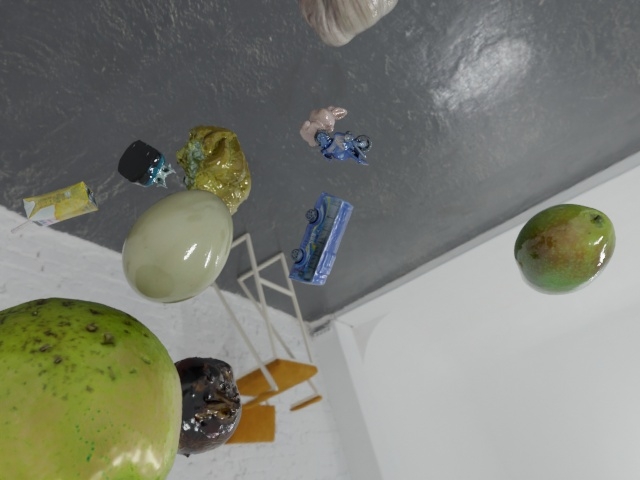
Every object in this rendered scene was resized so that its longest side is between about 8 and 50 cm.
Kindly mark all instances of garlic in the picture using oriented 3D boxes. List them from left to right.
[{"bbox_3d":[0.075,-0.723,1.149,0.318,0.317,0.259,-26,148,12],"label":"garlic"}]

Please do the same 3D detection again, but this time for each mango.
[{"bbox_3d":[0.649,0.043,1.131,0.225,0.201,0.382,-10,150,6],"label":"mango"}]

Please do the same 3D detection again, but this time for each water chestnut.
[{"bbox_3d":[-0.393,0.546,1.382,0.347,0.335,0.335,-24,150,27],"label":"water chestnut"}]

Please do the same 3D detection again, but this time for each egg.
[{"bbox_3d":[-0.272,0.011,0.800,0.241,0.186,0.186,-51,146,-3],"label":"egg"}]

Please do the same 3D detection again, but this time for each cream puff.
[{"bbox_3d":[-0.357,-0.248,1.501,0.270,0.323,0.274,-26,156,26],"label":"cream puff"}]

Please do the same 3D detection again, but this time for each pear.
[{"bbox_3d":[-0.398,0.291,0.643,0.391,0.391,0.391,-14,149,-9],"label":"pear"}]

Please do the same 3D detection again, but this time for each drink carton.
[{"bbox_3d":[-0.689,-0.082,1.052,0.200,0.074,0.084,-20,167,-13],"label":"drink carton"}]

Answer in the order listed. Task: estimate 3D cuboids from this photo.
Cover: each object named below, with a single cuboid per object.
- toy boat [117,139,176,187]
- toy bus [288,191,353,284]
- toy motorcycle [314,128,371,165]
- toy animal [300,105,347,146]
[{"bbox_3d":[-0.580,-0.246,1.372,0.092,0.299,0.134,32,88,-43],"label":"toy boat"},{"bbox_3d":[0.000,0.000,1.036,0.079,0.094,0.236,19,91,-50],"label":"toy bus"},{"bbox_3d":[0.076,-0.324,1.442,0.205,0.076,0.114,8,113,2],"label":"toy motorcycle"},{"bbox_3d":[0.006,-0.471,1.591,0.124,0.212,0.124,26,157,11],"label":"toy animal"}]
